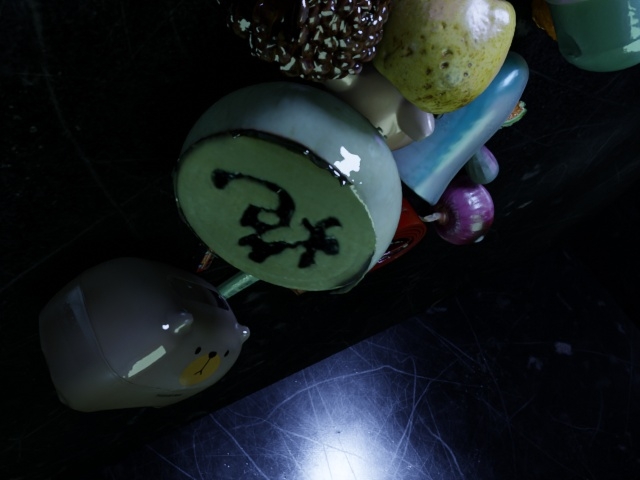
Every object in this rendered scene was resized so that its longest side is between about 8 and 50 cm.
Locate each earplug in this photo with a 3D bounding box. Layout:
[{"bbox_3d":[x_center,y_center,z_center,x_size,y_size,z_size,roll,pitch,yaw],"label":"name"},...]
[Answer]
[{"bbox_3d":[0.287,-0.247,1.071,0.324,0.185,0.185,-45,154,18],"label":"earplug"}]

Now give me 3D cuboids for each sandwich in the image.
[{"bbox_3d":[0.446,-0.312,1.260,0.101,0.069,0.026,-32,-158,11],"label":"sandwich"}]

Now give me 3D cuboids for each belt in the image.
[{"bbox_3d":[0.138,-0.006,1.448,0.324,0.115,0.227,-21,154,-26],"label":"belt"}]

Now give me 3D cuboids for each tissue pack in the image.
[{"bbox_3d":[-0.338,0.187,1.068,0.277,0.267,0.387,-35,156,5],"label":"tissue pack"}]

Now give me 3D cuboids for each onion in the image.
[{"bbox_3d":[0.431,-0.080,1.568,0.201,0.200,0.207,-3,140,-47],"label":"onion"}]

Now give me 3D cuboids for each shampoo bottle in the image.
[{"bbox_3d":[0.335,-0.373,0.630,0.151,0.221,0.349,-30,119,5],"label":"shampoo bottle"},{"bbox_3d":[-0.244,0.129,1.353,0.191,0.041,0.069,-32,163,5],"label":"shampoo bottle"}]

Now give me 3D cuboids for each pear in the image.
[{"bbox_3d":[0.155,-0.255,0.656,0.178,0.177,0.178,-25,157,-12],"label":"pear"}]

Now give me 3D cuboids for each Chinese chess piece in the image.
[{"bbox_3d":[-0.051,-0.068,0.806,0.146,0.350,0.349,-65,-178,-39],"label":"Chinese chess piece"}]

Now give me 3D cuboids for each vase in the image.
[{"bbox_3d":[0.412,-0.224,1.373,0.086,0.086,0.214,-36,152,13],"label":"vase"}]

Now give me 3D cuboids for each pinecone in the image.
[{"bbox_3d":[-0.018,-0.288,0.565,0.222,0.221,0.221,-25,157,-12],"label":"pinecone"}]

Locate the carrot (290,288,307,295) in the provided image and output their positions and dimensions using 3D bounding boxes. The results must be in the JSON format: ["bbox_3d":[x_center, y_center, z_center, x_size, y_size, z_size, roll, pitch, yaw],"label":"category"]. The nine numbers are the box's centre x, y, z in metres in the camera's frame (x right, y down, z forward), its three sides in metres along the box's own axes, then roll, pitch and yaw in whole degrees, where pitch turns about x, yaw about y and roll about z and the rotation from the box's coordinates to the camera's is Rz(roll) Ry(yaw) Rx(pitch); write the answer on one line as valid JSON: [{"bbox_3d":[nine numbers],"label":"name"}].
[{"bbox_3d":[0.000,0.000,1.172,0.331,0.214,0.193,-31,160,-7],"label":"carrot"}]

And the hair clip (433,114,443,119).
[{"bbox_3d":[0.205,-0.289,0.919,0.056,0.186,0.146,19,148,1],"label":"hair clip"}]

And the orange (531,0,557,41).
[{"bbox_3d":[0.468,-0.423,0.897,0.193,0.193,0.161,7,113,-55],"label":"orange"}]

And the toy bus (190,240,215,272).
[{"bbox_3d":[-0.252,0.027,1.148,0.043,0.031,0.110,-18,155,-43],"label":"toy bus"}]

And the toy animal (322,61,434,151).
[{"bbox_3d":[0.075,-0.188,0.894,0.212,0.195,0.256,-59,177,-48],"label":"toy animal"}]
